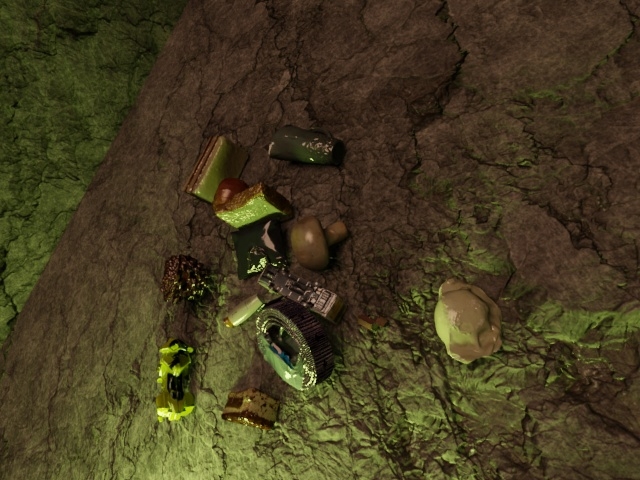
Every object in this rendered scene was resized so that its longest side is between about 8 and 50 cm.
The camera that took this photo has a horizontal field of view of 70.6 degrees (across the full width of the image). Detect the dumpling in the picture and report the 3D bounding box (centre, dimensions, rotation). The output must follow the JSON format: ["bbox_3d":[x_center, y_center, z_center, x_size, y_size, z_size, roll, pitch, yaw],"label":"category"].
[{"bbox_3d":[0.421,0.218,1.278,0.193,0.147,0.258,-5,54,-1],"label":"dumpling"}]

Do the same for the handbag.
[{"bbox_3d":[-0.254,0.035,1.845,0.254,0.089,0.210,-16,78,25],"label":"handbag"}]

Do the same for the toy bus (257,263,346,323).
[{"bbox_3d":[-0.069,0.186,1.624,0.343,0.138,0.097,20,74,38],"label":"toy bus"}]

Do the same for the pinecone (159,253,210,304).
[{"bbox_3d":[-0.580,0.166,1.951,0.222,0.221,0.221,-16,59,28],"label":"pinecone"}]

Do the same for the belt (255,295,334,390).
[{"bbox_3d":[-0.090,0.346,1.514,0.325,0.122,0.260,39,127,31],"label":"belt"}]

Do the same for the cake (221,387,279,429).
[{"bbox_3d":[-0.246,0.602,1.601,0.246,0.135,0.112,-35,32,53],"label":"cake"}]

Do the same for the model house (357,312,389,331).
[{"bbox_3d":[0.170,0.263,1.471,0.083,0.058,0.057,25,83,40],"label":"model house"}]

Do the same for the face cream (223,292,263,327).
[{"bbox_3d":[-0.306,0.280,1.797,0.182,0.051,0.072,-38,55,14],"label":"face cream"}]

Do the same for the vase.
[{"bbox_3d":[-0.039,-0.402,1.913,0.301,0.156,0.251,19,53,34],"label":"vase"}]

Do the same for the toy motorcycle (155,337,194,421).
[{"bbox_3d":[-0.582,0.534,1.806,0.206,0.143,0.342,120,145,-48],"label":"toy motorcycle"}]

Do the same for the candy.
[{"bbox_3d":[-0.493,-0.328,2.155,0.135,0.179,0.320,17,77,41],"label":"candy"}]

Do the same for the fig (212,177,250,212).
[{"bbox_3d":[-0.374,-0.179,2.004,0.205,0.205,0.205,-16,59,28],"label":"fig"}]

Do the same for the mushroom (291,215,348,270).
[{"bbox_3d":[-0.014,0.008,1.671,0.206,0.209,0.206,8,101,47],"label":"mushroom"}]

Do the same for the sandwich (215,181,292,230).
[{"bbox_3d":[-0.267,-0.122,1.860,0.251,0.226,0.087,-20,60,27],"label":"sandwich"}]
